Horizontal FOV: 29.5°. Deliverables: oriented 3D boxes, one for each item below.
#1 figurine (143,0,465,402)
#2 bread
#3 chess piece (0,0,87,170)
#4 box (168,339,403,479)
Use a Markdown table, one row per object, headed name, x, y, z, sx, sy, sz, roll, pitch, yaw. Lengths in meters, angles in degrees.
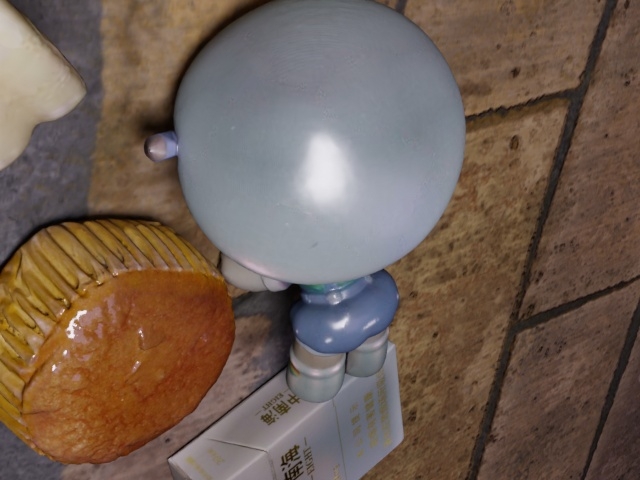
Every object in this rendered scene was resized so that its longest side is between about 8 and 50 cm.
| name | x | y | z | sx | sy | sz | roll | pitch | yaw |
| --- | --- | --- | --- | --- | --- | --- | --- | --- | --- |
| figurine | 0.027 | -0.013 | 0.976 | 0.224 | 0.205 | 0.382 | -36 | 142 | -9 |
| bread | -0.157 | 0.077 | 0.909 | 0.199 | 0.104 | 0.199 | -30 | 138 | -31 |
| chess piece | -0.286 | -0.033 | 0.654 | 0.300 | 0.167 | 0.167 | -46 | 143 | -4 |
| box | -0.026 | 0.204 | 1.187 | 0.243 | 0.067 | 0.155 | -37 | 138 | -27 |
